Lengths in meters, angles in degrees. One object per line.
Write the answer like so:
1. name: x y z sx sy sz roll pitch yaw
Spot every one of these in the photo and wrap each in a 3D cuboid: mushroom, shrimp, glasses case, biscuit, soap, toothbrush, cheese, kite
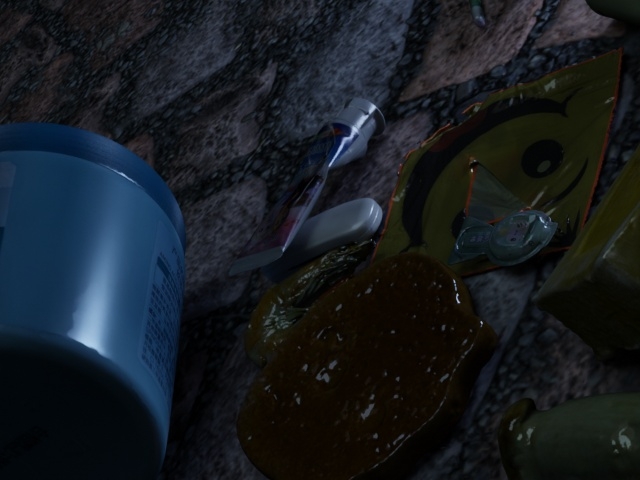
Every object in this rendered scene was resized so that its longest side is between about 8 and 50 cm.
1. mushroom: 0.269 0.164 1.084 0.087 0.107 0.333 -24 12 -41
2. shrimp: -0.009 0.064 1.581 0.190 0.042 0.101 -43 42 12
3. glasses case: 0.000 0.000 1.643 0.164 0.041 0.063 -25 31 34
4. biscuit: 0.044 0.136 1.424 0.273 0.049 0.257 -45 34 1
5. soap: 0.315 -0.057 1.231 0.315 0.091 0.199 -53 -1 -16
6. toothbrush: 0.186 -0.337 1.870 0.024 0.018 0.257 -26 34 16
7. cheese: 0.180 -0.001 1.440 0.120 0.026 0.067 -5 50 44
8. kite: 0.191 -0.063 1.532 0.377 0.013 0.327 -41 31 3

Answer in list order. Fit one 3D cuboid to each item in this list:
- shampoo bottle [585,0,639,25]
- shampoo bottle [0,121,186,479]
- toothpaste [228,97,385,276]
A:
1. shampoo bottle: 0.346 -0.260 1.531 0.079 0.079 0.162 -46 32 -5
2. shampoo bottle: -0.318 0.102 1.612 0.331 0.331 0.343 -29 35 22
3. toothpaste: -0.012 -0.060 1.679 0.096 0.061 0.266 -20 28 51
